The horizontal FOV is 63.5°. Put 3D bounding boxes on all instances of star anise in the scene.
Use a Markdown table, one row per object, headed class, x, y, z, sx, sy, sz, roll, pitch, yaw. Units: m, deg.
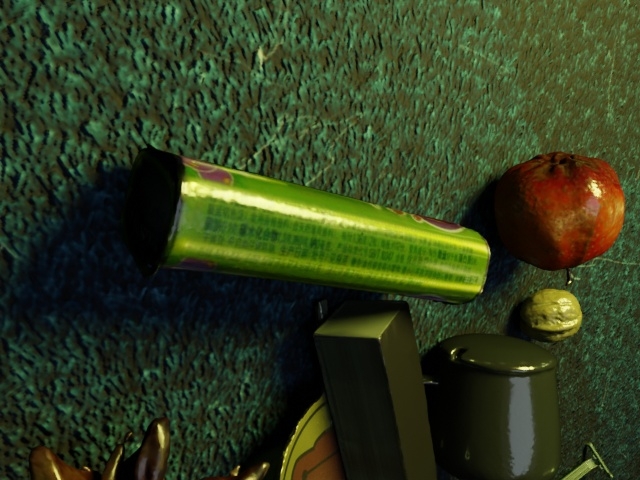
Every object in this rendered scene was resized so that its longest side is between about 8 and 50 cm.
| class | x | y | z | sx | sy | sz | roll | pitch | yaw |
| --- | --- | --- | --- | --- | --- | --- | --- | --- | --- |
| star anise | -0.161 | 0.274 | 0.433 | 0.272 | 0.102 | 0.271 | -4 | 109 | -11 |

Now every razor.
| class | x | y | z | sx | sy | sz | roll | pitch | yaw |
| --- | --- | --- | --- | --- | --- | --- | --- | --- | --- |
| razor | 0.463 | 0.455 | 0.969 | 0.191 | 0.037 | 0.068 | -20 | 69 | -25 |

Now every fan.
| class | x | y | z | sx | sy | sz | roll | pitch | yaw |
| --- | --- | --- | --- | --- | --- | --- | --- | --- | --- |
| fan | 0.011 | 0.233 | 0.578 | 0.230 | 0.011 | 0.334 | -5 | 90 | -59 |

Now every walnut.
| class | x | y | z | sx | sy | sz | roll | pitch | yaw |
| --- | --- | --- | --- | --- | --- | --- | --- | --- | --- |
| walnut | 0.348 | 0.115 | 0.784 | 0.092 | 0.092 | 0.092 | -9 | 106 | -32 |

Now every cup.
| class | x | y | z | sx | sy | sz | roll | pitch | yaw |
| --- | --- | --- | --- | --- | --- | --- | --- | --- | --- |
| cup | 0.199 | 0.214 | 0.672 | 0.223 | 0.169 | 0.176 | 3 | 96 | -5 |

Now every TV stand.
| class | x | y | z | sx | sy | sz | roll | pitch | yaw |
| --- | --- | --- | --- | --- | --- | --- | --- | --- | --- |
| TV stand | 0.072 | 0.207 | 0.592 | 0.088 | 0.083 | 0.269 | -38 | 121 | -55 |

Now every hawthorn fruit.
| class | x | y | z | sx | sy | sz | roll | pitch | yaw |
| --- | --- | --- | --- | --- | --- | --- | --- | --- | --- |
| hawthorn fruit | 0.316 | -0.022 | 0.687 | 0.157 | 0.157 | 0.193 | -35 | 121 | -23 |

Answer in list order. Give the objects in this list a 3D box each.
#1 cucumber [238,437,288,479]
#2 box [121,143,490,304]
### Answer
| class | x | y | z | sx | sy | sz | roll | pitch | yaw |
| --- | --- | --- | --- | --- | --- | --- | --- | --- | --- |
| cucumber | -0.044 | 0.294 | 0.574 | 0.116 | 0.062 | 0.115 | -56 | 128 | -32 |
| box | 0.000 | 0.000 | 0.492 | 0.346 | 0.134 | 0.097 | 11 | 96 | -36 |
